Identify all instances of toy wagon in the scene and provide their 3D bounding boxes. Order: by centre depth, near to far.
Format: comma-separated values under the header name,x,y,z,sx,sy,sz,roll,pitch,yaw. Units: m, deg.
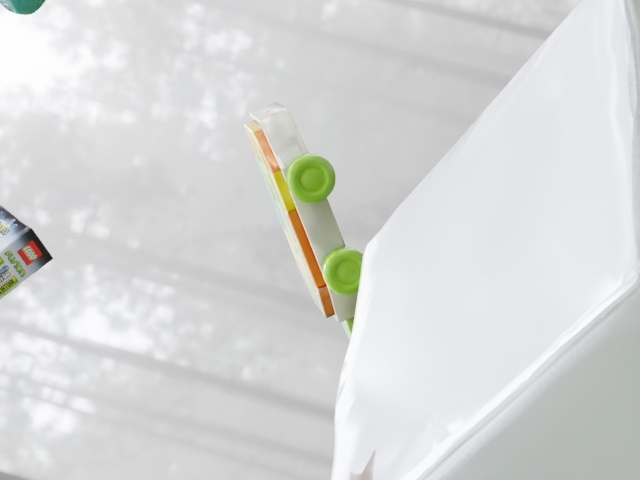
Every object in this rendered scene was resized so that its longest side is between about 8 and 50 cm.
name,x,y,z,sx,sy,sz,roll,pitch,yaw
toy wagon,0.000,0.000,2.075,0.267,0.068,0.344,-130,19,-77

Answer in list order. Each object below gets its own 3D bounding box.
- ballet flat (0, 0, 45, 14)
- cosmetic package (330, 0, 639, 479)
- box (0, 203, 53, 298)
name,x,y,z,sx,sy,sz,roll,pitch,yaw
ballet flat,-0.256,-0.334,1.647,0.083,0.087,0.247,36,-128,-41
cosmetic package,0.257,0.105,1.148,0.327,0.394,0.329,-48,21,36
box,-0.315,0.008,1.440,0.114,0.207,0.036,-39,-59,-14
